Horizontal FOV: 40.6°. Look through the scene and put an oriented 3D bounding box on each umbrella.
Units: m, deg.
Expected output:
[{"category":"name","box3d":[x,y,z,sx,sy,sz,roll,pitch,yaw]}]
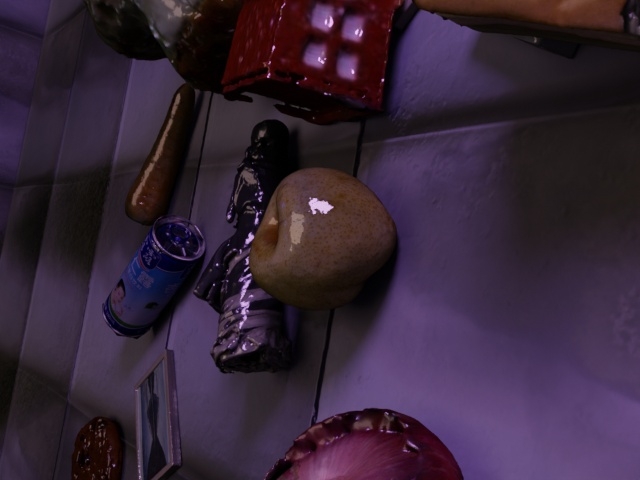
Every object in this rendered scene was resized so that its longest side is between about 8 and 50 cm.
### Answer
[{"category":"umbrella","box3d":[-0.088,0.003,1.152,0.106,0.113,0.358,-11,63,28]}]

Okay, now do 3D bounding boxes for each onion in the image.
[{"category":"onion","box3d":[0.032,0.272,0.784,0.248,0.161,0.248,-50,14,18]}]

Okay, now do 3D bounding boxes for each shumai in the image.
[{"category":"shumai","box3d":[-0.160,-0.387,1.254,0.323,0.324,0.397,50,128,35]}]

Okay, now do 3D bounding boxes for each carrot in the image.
[{"category":"carrot","box3d":[-0.272,-0.167,1.550,0.078,0.078,0.298,39,110,56]}]

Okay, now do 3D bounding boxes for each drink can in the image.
[{"category":"drink can","box3d":[-0.284,0.065,1.456,0.235,0.097,0.097,-49,41,38]}]

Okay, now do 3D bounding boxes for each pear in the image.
[{"category":"pear","box3d":[0.000,0.000,0.976,0.167,0.136,0.167,-34,50,53]}]

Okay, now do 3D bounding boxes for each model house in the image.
[{"category":"model house","box3d":[-0.008,-0.282,1.044,0.196,0.160,0.254,-173,91,-67]}]

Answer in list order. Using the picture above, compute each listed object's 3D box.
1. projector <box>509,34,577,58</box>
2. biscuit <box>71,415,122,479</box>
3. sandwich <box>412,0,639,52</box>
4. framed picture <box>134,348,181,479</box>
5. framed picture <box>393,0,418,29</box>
[{"category":"projector","box3d":[0.197,-0.249,0.813,0.147,0.061,0.115,47,118,53]},{"category":"biscuit","box3d":[-0.416,0.420,1.593,0.192,0.049,0.192,-17,69,55]},{"category":"sandwich","box3d":[0.202,-0.268,0.655,0.198,0.155,0.227,15,103,26]},{"category":"framed picture","box3d":[-0.273,0.302,1.431,0.150,0.015,0.203,-46,43,42]},{"category":"framed picture","box3d":[0.149,-0.437,0.997,0.324,0.020,0.240,-48,42,40]}]
